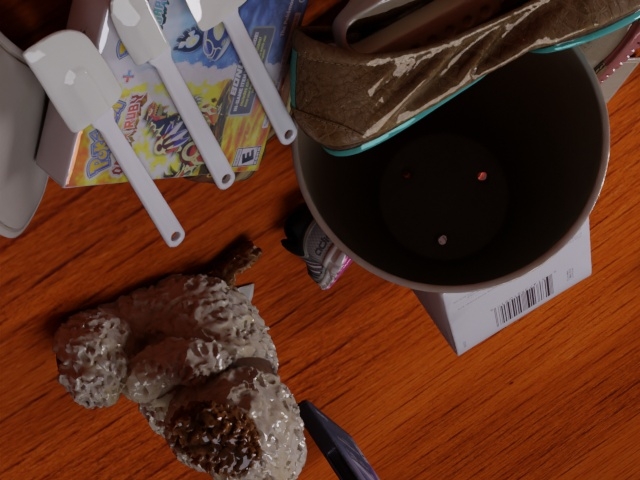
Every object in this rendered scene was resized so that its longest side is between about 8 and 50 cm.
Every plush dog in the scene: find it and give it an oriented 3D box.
[{"bbox_3d":[-0.091,0.143,1.543,0.210,0.225,0.262,-37,154,7],"label":"plush dog"}]

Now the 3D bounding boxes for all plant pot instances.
[{"bbox_3d":[0.112,-0.064,1.447,0.256,0.256,0.274,-33,171,-2],"label":"plant pot"}]

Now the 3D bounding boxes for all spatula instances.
[{"bbox_3d":[-0.096,-0.105,1.170,0.168,0.019,0.242,-43,142,-12],"label":"spatula"}]

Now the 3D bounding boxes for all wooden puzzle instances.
[{"bbox_3d":[0.294,-0.166,1.700,0.078,0.014,0.116,-7,144,-50],"label":"wooden puzzle"}]

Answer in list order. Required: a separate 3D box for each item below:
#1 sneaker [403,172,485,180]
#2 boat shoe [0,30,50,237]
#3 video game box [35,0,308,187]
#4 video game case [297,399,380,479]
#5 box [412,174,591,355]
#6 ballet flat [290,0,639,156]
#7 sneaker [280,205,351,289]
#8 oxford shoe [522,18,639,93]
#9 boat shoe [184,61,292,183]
[{"bbox_3d":[0.118,-0.059,1.630,0.175,0.067,0.064,-46,174,-12],"label":"sneaker"},{"bbox_3d":[-0.262,-0.108,1.102,0.335,0.095,0.112,78,34,-66],"label":"boat shoe"},{"bbox_3d":[-0.100,-0.142,1.190,0.187,0.048,0.205,-7,125,-40],"label":"video game box"},{"bbox_3d":[0.074,0.329,1.991,0.026,0.274,0.196,-37,154,2],"label":"video game case"},{"bbox_3d":[0.182,0.003,1.737,0.181,0.119,0.182,-31,153,-5],"label":"box"},{"bbox_3d":[0.124,-0.188,1.244,0.342,0.116,0.124,-25,121,-7],"label":"ballet flat"},{"bbox_3d":[0.000,0.000,1.600,0.063,0.075,0.170,-50,178,-7],"label":"sneaker"},{"bbox_3d":[0.232,-0.259,1.385,0.130,0.123,0.348,8,131,-24],"label":"oxford shoe"},{"bbox_3d":[-0.068,-0.106,1.331,0.060,0.064,0.178,-17,152,-34],"label":"boat shoe"}]
